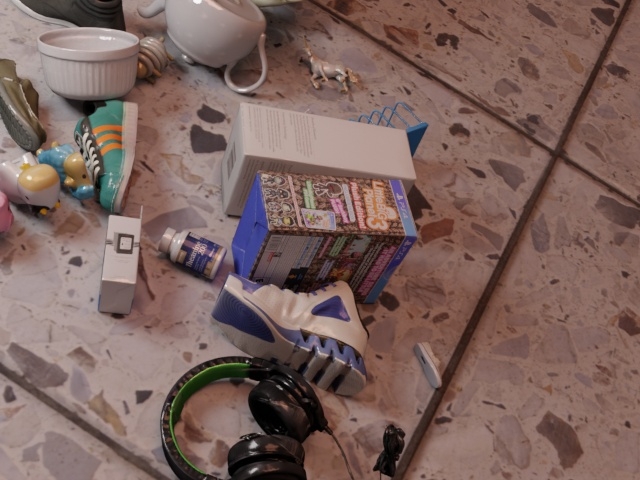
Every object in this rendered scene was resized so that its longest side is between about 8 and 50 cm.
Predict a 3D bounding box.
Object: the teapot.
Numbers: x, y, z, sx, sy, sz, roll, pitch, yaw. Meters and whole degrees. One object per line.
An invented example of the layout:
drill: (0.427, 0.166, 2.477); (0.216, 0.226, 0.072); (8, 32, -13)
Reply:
teapot: (-0.257, -0.486, 1.846); (0.252, 0.187, 0.256); (13, 34, -40)

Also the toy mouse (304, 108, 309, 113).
toy mouse: (-0.035, -0.251, 1.848); (0.143, 0.031, 0.161); (34, 49, 6)

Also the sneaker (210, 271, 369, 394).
sneaker: (-0.037, 0.141, 1.491); (0.315, 0.127, 0.182); (31, 45, -6)

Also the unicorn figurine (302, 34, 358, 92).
unicorn figurine: (0.013, -0.427, 1.996); (0.161, 0.060, 0.111); (18, 47, -30)

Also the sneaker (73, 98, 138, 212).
sneaker: (-0.430, -0.171, 1.584); (0.120, 0.108, 0.302); (7, 44, -16)

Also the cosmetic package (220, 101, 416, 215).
cosmetic package: (-0.008, -0.142, 1.666); (0.365, 0.197, 0.155); (7, 51, -19)

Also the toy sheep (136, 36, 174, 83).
toy sheep: (-0.384, -0.412, 1.800); (0.091, 0.091, 0.132); (25, 54, -2)

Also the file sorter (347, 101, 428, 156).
file sorter: (0.140, -0.235, 1.852); (0.170, 0.118, 0.104); (-24, 62, -35)

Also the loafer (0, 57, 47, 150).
loafer: (-0.604, -0.286, 1.603); (0.087, 0.094, 0.251); (-24, 65, -30)

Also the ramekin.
ramekin: (-0.481, -0.368, 1.669); (0.207, 0.109, 0.207); (4, 27, -2)

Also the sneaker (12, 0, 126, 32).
sneaker: (-0.567, -0.559, 1.799); (0.295, 0.147, 0.105); (24, 50, -1)

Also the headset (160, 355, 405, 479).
headset: (-0.066, 0.307, 1.295); (0.393, 0.185, 0.244); (15, 49, 5)

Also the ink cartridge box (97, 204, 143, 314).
ink cartridge box: (-0.362, 0.030, 1.447); (0.060, 0.104, 0.180); (7, 51, -15)

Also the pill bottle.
pill bottle: (-0.244, 0.022, 1.525); (0.120, 0.067, 0.067); (24, 49, -2)

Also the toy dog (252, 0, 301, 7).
toy dog: (-0.102, -0.749, 1.992); (0.395, 0.408, 0.284); (-46, 106, -12)

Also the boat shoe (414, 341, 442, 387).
boat shoe: (0.219, 0.241, 1.563); (0.035, 0.035, 0.100); (-8, 51, -24)

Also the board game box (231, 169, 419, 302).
board game box: (0.000, 0.000, 1.532); (0.290, 0.232, 0.141); (3, 53, -21)

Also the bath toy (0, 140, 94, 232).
bath toy: (-0.583, -0.063, 1.424); (0.348, 0.151, 0.129); (-31, 105, -36)
